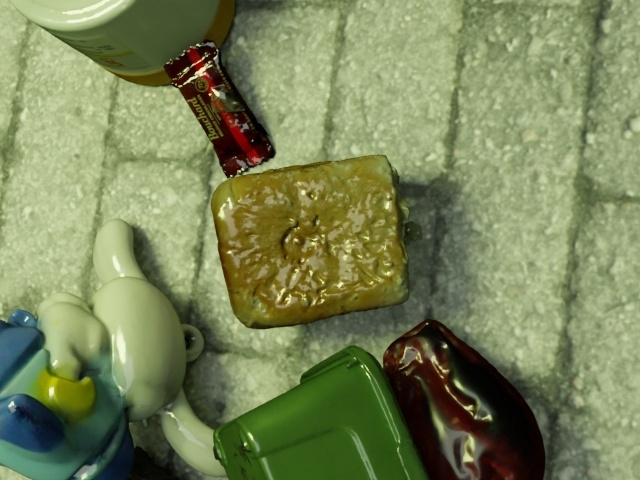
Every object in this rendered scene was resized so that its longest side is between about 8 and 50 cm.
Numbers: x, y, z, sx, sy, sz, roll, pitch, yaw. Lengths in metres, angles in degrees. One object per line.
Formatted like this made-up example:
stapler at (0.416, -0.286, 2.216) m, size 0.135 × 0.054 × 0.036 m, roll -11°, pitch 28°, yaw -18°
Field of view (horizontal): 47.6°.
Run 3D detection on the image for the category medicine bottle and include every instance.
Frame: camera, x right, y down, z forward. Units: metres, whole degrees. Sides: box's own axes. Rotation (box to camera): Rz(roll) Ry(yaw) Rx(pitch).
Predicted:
medicine bottle at (-0.261, -0.350, 0.956) m, size 0.238 × 0.232 × 0.237 m, roll -1°, pitch 84°, yaw 14°

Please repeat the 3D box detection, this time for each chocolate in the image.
chocolate at (-0.136, -0.176, 0.984) m, size 0.086 × 0.028 × 0.182 m, roll -24°, pitch 109°, yaw 11°

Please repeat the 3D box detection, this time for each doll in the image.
doll at (-0.302, 0.168, 0.885) m, size 0.376 × 0.366 × 0.187 m, roll 45°, pitch 128°, yaw 27°

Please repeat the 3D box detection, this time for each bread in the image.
bread at (0.000, 0.000, 0.894) m, size 0.247 × 0.176 × 0.195 m, roll -9°, pitch 93°, yaw -2°

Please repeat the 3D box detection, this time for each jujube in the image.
jujube at (0.156, 0.208, 0.847) m, size 0.168 × 0.168 × 0.236 m, roll -29°, pitch 76°, yaw 10°

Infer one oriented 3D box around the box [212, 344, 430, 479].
box at (0.012, 0.305, 0.803) m, size 0.178 × 0.252 × 0.328 m, roll -17°, pitch 76°, yaw -21°

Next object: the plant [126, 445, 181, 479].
plant at (-0.270, 0.344, 0.951) m, size 0.203 × 0.142 × 0.131 m, roll 16°, pitch 98°, yaw 6°
